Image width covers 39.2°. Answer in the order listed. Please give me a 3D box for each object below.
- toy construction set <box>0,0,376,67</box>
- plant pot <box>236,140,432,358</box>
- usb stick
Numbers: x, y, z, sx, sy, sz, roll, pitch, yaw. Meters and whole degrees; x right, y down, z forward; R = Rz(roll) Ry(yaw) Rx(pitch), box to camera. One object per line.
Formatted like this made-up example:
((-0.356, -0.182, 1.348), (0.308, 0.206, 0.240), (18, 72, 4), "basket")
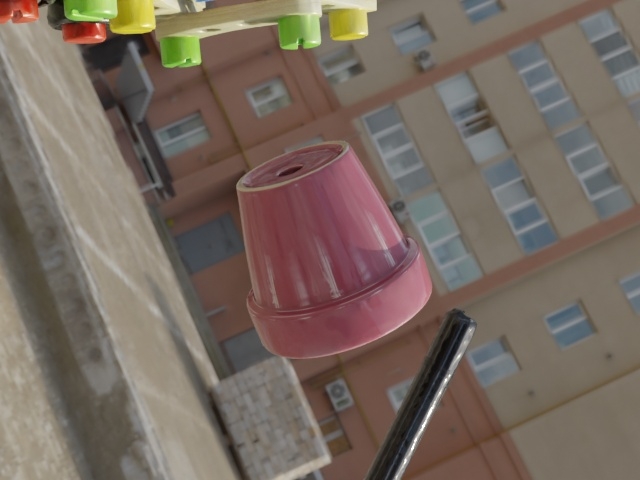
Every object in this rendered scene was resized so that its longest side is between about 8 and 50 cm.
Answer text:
((-0.086, -0.191, 0.550), (0.328, 0.215, 0.151), (45, 42, -77), "toy construction set")
((0.000, 0.000, 0.965), (0.201, 0.201, 0.180), (-127, -164, -70), "plant pot")
((0.127, 0.217, 1.165), (0.045, 0.278, 0.077), (26, -3, 12), "usb stick")
